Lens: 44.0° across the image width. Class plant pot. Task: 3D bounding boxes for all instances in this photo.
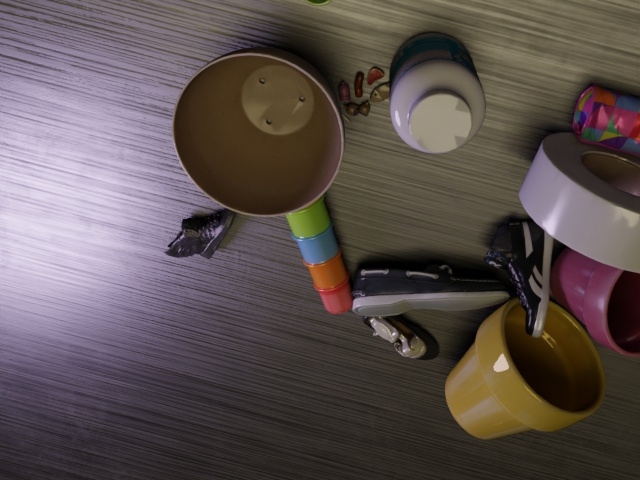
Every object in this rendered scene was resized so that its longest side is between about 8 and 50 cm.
[{"bbox_3d":[-0.089,-0.208,1.357,0.284,0.191,0.284,4,120,7],"label":"plant pot"},{"bbox_3d":[0.519,0.084,1.414,0.202,0.180,0.201,-7,107,-23],"label":"plant pot"},{"bbox_3d":[0.377,0.269,1.546,0.254,0.254,0.239,33,135,-10],"label":"plant pot"}]

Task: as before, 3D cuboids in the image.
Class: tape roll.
[{"bbox_3d":[0.478,-0.068,1.297,0.286,0.286,0.100,17,120,-1],"label":"tape roll"}]

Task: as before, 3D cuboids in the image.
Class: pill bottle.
[{"bbox_3d":[0.182,-0.229,1.255,0.146,0.264,0.146,2,119,3],"label":"pill bottle"}]

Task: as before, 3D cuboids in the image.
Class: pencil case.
[{"bbox_3d":[0.544,-0.183,1.324,0.237,0.104,0.104,18,121,1],"label":"pencil case"}]

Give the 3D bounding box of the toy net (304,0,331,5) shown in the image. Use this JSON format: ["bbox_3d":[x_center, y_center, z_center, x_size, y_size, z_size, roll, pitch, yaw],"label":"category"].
[{"bbox_3d":[-0.079,-0.463,1.292,0.232,0.045,0.122,11,121,3],"label":"toy net"}]

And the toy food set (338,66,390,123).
[{"bbox_3d":[0.073,-0.260,1.400,0.078,0.019,0.122,43,117,-15],"label":"toy food set"}]

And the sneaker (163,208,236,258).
[{"bbox_3d":[-0.237,-0.021,1.571,0.089,0.051,0.170,27,124,-12],"label":"sneaker"}]

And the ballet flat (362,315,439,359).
[{"bbox_3d":[0.161,0.197,1.623,0.203,0.074,0.074,40,118,-15],"label":"ballet flat"}]

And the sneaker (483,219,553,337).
[{"bbox_3d":[0.362,0.068,1.471,0.121,0.079,0.216,5,78,11],"label":"sneaker"}]

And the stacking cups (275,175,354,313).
[{"bbox_3d":[0.000,0.000,1.526,0.096,0.096,0.316,-14,119,17],"label":"stacking cups"}]

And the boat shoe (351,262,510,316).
[{"bbox_3d":[0.210,0.087,1.534,0.303,0.091,0.114,-2,159,5],"label":"boat shoe"}]
